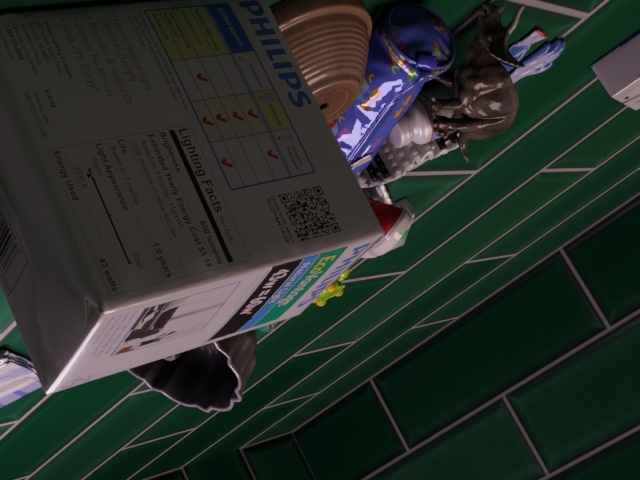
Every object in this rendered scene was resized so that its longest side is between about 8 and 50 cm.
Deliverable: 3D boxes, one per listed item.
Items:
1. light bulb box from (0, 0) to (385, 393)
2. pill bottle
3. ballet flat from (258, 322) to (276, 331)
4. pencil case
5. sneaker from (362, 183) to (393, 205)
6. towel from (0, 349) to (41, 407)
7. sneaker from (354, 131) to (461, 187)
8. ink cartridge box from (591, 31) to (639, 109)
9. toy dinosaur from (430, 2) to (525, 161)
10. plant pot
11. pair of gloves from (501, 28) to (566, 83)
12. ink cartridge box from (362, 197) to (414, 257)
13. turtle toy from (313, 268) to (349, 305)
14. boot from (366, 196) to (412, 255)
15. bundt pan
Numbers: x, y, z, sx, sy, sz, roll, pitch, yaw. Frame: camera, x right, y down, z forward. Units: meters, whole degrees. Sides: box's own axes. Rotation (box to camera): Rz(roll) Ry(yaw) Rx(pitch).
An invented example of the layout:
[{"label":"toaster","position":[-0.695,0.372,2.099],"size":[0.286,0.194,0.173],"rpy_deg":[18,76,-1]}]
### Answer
[{"label":"light bulb box","position":[-0.185,-0.068,1.217],"size":[0.361,0.358,0.225],"rpy_deg":[-14,160,-36]},{"label":"pill bottle","position":[0.193,-0.219,1.843],"size":[0.160,0.087,0.087],"rpy_deg":[-23,163,-15]},{"label":"ballet flat","position":[-0.127,0.159,2.500],"size":[0.079,0.077,0.221],"rpy_deg":[-45,166,-12]},{"label":"pencil case","position":[0.081,-0.216,1.601],"size":[0.119,0.133,0.306],"rpy_deg":[2,148,-29]},{"label":"sneaker","position":[0.059,-0.059,2.074],"size":[0.122,0.110,0.283],"rpy_deg":[-20,162,-16]},{"label":"towel","position":[-0.658,0.292,2.096],"size":[0.209,0.034,0.285],"rpy_deg":[-27,164,-2]},{"label":"sneaker","position":[0.123,-0.153,1.915],"size":[0.292,0.110,0.118],"rpy_deg":[-19,172,-22]},{"label":"ink cartridge box","position":[0.668,-0.355,2.200],"size":[0.148,0.086,0.203],"rpy_deg":[-36,161,25]},{"label":"toy dinosaur","position":[0.258,-0.221,1.719],"size":[0.160,0.121,0.313],"rpy_deg":[-5,133,7]},{"label":"plant pot","position":[-0.020,-0.225,1.450],"size":[0.237,0.110,0.237],"rpy_deg":[-27,163,-9]},{"label":"pair of gloves","position":[0.364,-0.320,1.931],"size":[0.159,0.023,0.198],"rpy_deg":[-37,161,26]},{"label":"ink cartridge box","position":[0.095,0.000,2.401],"size":[0.224,0.056,0.181],"rpy_deg":[-26,163,-13]},{"label":"turtle toy","position":[0.015,0.104,2.554],"size":[0.130,0.066,0.095],"rpy_deg":[-31,163,7]},{"label":"boot","position":[0.053,-0.060,1.890],"size":[0.088,0.176,0.244],"rpy_deg":[-52,-165,-12]},{"label":"bundt pan","position":[-0.252,0.154,1.907],"size":[0.124,0.331,0.331],"rpy_deg":[-56,-179,-35]}]
